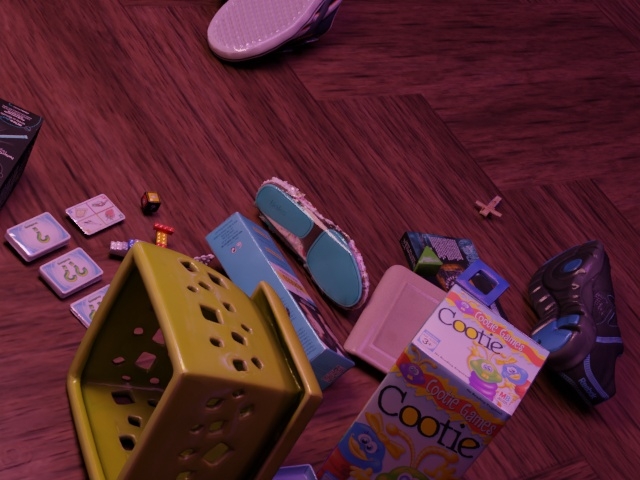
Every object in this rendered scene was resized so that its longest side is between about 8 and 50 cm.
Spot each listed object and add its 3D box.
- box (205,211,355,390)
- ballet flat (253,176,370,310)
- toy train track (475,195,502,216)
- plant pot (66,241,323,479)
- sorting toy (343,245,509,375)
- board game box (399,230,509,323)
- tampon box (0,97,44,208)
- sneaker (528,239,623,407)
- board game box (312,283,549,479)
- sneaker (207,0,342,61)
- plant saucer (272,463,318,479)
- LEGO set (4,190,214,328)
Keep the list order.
[{"bbox_3d":[-0.055,0.080,1.768,0.244,0.060,0.100,55,10,28],"label":"box"},{"bbox_3d":[0.000,0.000,1.918,0.241,0.091,0.077,51,19,19],"label":"ballet flat"},{"bbox_3d":[0.284,-0.054,2.224,0.048,0.014,0.083,31,31,12],"label":"toy train track"},{"bbox_3d":[-0.138,0.165,1.509,0.207,0.228,0.227,11,33,-31],"label":"plant pot"},{"bbox_3d":[0.145,0.146,1.865,0.196,0.047,0.348,29,49,4],"label":"sorting toy"},{"bbox_3d":[0.204,0.066,2.023,0.126,0.026,0.186,8,43,-28],"label":"board game box"},{"bbox_3d":[-0.448,-0.103,1.707,0.120,0.101,0.161,25,38,-6],"label":"tampon box"},{"bbox_3d":[0.398,0.122,2.047,0.140,0.125,0.341,53,31,-17],"label":"sneaker"},{"bbox_3d":[0.129,0.214,1.600,0.144,0.275,0.142,36,37,7],"label":"board game box"},{"bbox_3d":[-0.062,-0.380,2.279,0.126,0.127,0.321,39,62,20],"label":"sneaker"},{"bbox_3d":[-0.082,0.303,1.570,0.192,0.018,0.067,1,46,-34],"label":"plant saucer"},{"bbox_3d":[-0.264,0.004,1.753,0.182,0.060,0.244,46,39,12],"label":"LEGO set"}]
